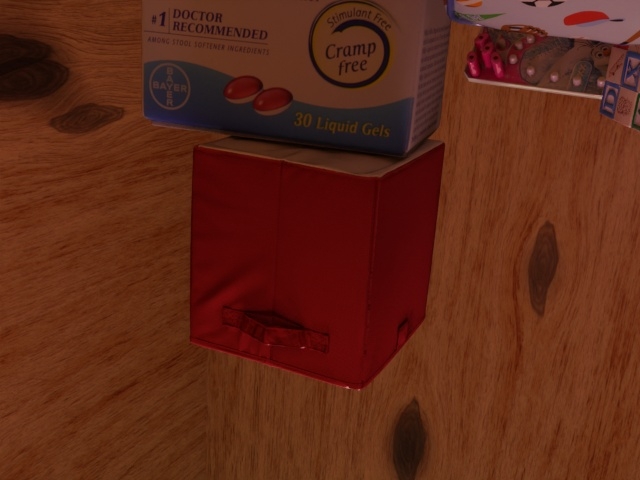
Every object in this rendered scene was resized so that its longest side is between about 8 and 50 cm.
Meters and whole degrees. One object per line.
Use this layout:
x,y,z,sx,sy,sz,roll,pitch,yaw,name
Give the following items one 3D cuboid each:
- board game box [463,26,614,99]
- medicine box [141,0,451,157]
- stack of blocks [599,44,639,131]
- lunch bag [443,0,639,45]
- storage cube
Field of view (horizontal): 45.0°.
0.483,-0.418,1.311,0.390,0.389,0.050,14,161,26,board game box
-0.015,-0.245,0.709,0.264,0.289,0.149,10,-159,16,medicine box
0.421,-0.271,0.876,0.087,0.297,0.171,2,-159,-6,stack of blocks
0.227,-0.222,0.510,0.304,0.114,0.243,2,173,11,lunch bag
0.000,0.000,0.744,0.184,0.193,0.215,12,-160,23,storage cube
